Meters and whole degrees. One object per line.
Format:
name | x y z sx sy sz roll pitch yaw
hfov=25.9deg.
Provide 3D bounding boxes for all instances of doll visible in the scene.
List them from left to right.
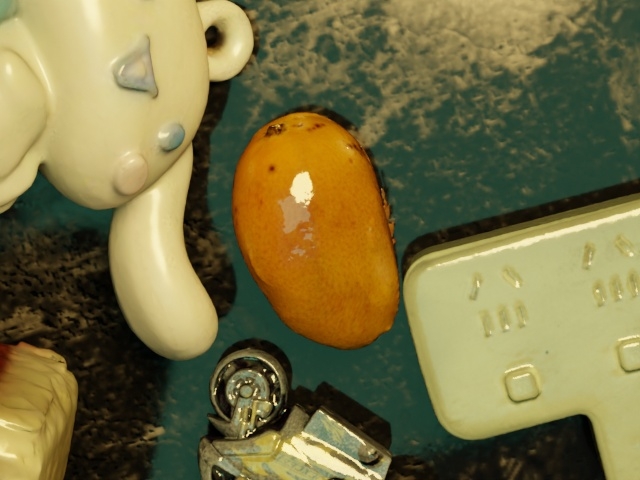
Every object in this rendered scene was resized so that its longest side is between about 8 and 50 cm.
doll | -0.199 -0.115 0.797 0.366 0.187 0.376 -2 80 -29

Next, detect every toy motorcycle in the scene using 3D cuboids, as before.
toy motorcycle | -0.016 0.170 0.924 0.193 0.061 0.124 40 92 2

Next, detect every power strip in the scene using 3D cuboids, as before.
power strip | 0.199 0.070 0.902 0.265 0.059 0.193 -16 97 4

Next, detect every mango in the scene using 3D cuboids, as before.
mango | 0.002 -0.002 0.878 0.084 0.105 0.159 -19 102 46

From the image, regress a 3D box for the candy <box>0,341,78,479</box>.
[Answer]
candy | -0.229 0.214 0.759 0.135 0.179 0.320 11 91 -4
